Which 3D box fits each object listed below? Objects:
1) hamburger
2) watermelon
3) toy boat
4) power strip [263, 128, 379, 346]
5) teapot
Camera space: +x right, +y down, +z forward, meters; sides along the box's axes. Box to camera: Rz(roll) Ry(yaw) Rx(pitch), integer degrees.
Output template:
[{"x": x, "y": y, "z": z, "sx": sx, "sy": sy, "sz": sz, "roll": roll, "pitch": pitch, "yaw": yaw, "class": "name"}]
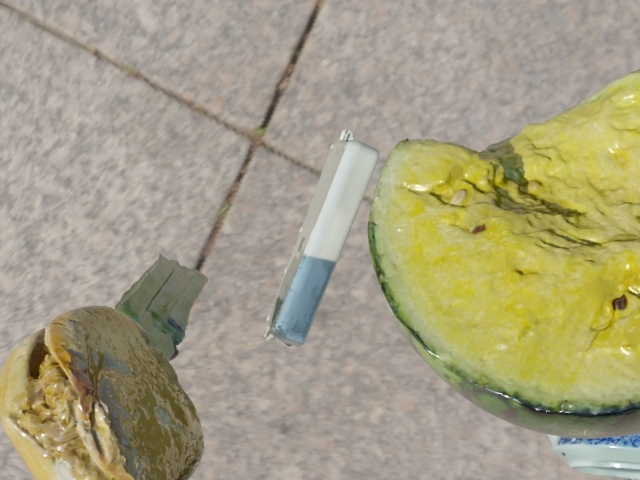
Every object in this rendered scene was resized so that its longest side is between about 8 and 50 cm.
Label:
[{"x": -0.143, "y": 0.113, "z": 0.848, "sx": 0.083, "sy": 0.147, "sz": 0.138, "roll": -29, "pitch": 93, "yaw": 15, "class": "hamburger"}, {"x": 0.214, "y": 0.023, "z": 0.984, "sx": 0.331, "sy": 0.189, "sz": 0.331, "roll": -7, "pitch": 58, "yaw": 12, "class": "watermelon"}, {"x": -0.193, "y": 0.092, "z": 1.404, "sx": 0.084, "sy": 0.276, "sz": 0.111, "roll": 40, "pitch": 109, "yaw": -9, "class": "toy boat"}, {"x": 0.000, "y": 0.000, "z": 1.095, "sx": 0.035, "sy": 0.081, "sz": 0.192, "roll": 21, "pitch": 91, "yaw": -9, "class": "power strip"}, {"x": 0.336, "y": 0.179, "z": 1.391, "sx": 0.232, "sy": 0.159, "sz": 0.159, "roll": 6, "pitch": 80, "yaw": 6, "class": "teapot"}]
